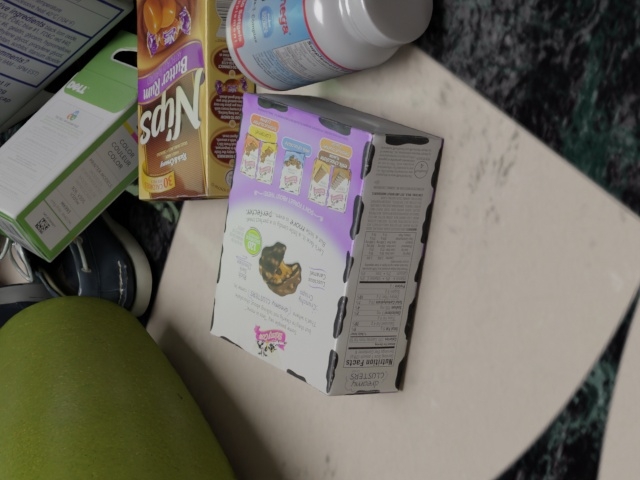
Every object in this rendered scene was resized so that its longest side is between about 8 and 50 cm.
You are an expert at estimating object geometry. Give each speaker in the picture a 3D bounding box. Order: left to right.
[{"bbox_3d":[-0.286,-0.146,1.818,0.136,0.055,0.055,-22,72,51],"label":"speaker"}]

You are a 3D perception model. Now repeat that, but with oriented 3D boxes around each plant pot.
[{"bbox_3d":[-0.193,0.193,1.554,0.274,0.275,0.293,-59,31,35],"label":"plant pot"}]

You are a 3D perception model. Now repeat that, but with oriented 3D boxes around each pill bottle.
[{"bbox_3d":[0.007,-0.163,1.396,0.160,0.087,0.087,-10,82,53],"label":"pill bottle"}]

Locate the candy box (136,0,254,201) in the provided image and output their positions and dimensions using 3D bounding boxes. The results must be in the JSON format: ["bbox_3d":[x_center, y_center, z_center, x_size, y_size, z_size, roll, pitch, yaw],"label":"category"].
[{"bbox_3d":[-0.104,-0.126,1.577,0.109,0.053,0.186,-2,90,53],"label":"candy box"}]

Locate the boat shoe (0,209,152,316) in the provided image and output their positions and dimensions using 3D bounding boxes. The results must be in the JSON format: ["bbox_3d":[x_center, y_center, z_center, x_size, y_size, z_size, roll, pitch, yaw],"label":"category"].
[{"bbox_3d":[-0.245,-0.001,1.743,0.254,0.079,0.095,45,126,44],"label":"boat shoe"}]

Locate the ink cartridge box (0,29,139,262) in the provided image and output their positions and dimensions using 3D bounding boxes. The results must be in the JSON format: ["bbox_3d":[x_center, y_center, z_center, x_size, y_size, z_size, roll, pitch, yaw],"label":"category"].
[{"bbox_3d":[-0.205,-0.085,1.665,0.209,0.062,0.109,-47,37,-15],"label":"ink cartridge box"}]

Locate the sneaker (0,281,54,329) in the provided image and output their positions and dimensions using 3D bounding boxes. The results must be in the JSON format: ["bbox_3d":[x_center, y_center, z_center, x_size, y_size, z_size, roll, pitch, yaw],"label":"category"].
[{"bbox_3d":[-0.317,0.127,1.723,0.086,0.226,0.163,-52,54,47],"label":"sneaker"}]

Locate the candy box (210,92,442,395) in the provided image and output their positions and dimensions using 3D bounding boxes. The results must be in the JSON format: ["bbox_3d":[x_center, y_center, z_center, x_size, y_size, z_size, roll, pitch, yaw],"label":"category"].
[{"bbox_3d":[0.000,0.000,1.421,0.165,0.070,0.196,24,108,51],"label":"candy box"}]

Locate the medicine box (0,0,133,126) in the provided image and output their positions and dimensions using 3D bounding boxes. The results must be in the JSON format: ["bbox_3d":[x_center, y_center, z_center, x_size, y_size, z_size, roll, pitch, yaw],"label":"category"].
[{"bbox_3d":[-0.344,-0.248,1.741,0.289,0.149,0.263,-36,56,25],"label":"medicine box"}]
